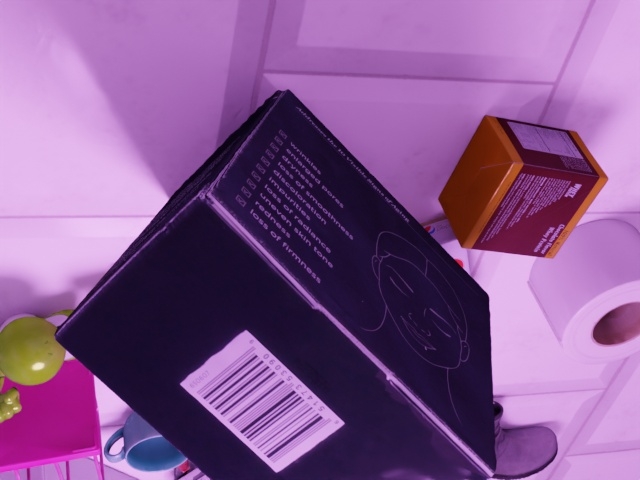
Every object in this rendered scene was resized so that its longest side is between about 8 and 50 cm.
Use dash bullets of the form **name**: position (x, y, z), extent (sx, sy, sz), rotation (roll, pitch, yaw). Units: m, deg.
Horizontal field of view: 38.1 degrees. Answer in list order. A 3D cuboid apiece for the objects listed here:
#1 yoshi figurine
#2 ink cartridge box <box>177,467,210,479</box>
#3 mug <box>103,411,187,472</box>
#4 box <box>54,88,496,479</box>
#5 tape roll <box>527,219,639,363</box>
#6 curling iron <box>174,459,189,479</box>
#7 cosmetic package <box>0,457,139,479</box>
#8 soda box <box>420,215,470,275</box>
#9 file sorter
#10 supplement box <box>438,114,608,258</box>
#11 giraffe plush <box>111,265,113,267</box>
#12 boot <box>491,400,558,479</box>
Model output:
- **yoshi figurine**: position (-0.563, 0.203, 1.524), extent (0.362, 0.203, 0.203), rotation (-20, 130, -3)
- **ink cartridge box**: position (-0.231, 0.529, 2.025), extent (0.150, 0.063, 0.109), rotation (-33, 149, 5)
- **mug**: position (-0.339, 0.383, 1.843), extent (0.158, 0.097, 0.129), rotation (15, 128, -29)
- **box**: position (-0.020, 0.101, 1.277), extent (0.297, 0.472, 0.480), rotation (-40, 101, 24)
- **tape roll**: position (0.553, 0.103, 1.813), extent (0.246, 0.169, 0.246), rotation (-10, 136, -10)
- **curling iron**: position (-0.285, 0.478, 2.000), extent (0.068, 0.035, 0.274), rotation (3, 132, -21)
- **cosmetic package**: position (-0.531, 0.677, 1.907), extent (0.329, 0.327, 0.394), rotation (-34, 135, 16)
- **soda box**: position (0.235, 0.052, 1.726), extent (0.074, 0.069, 0.216), rotation (-18, 137, -1)
- **file sorter**: position (-0.545, 0.363, 1.682), extent (0.291, 0.202, 0.182), rotation (-8, 139, -11)
- **supplement box**: position (0.341, -0.087, 1.579), extent (0.194, 0.129, 0.191), rotation (6, 131, -24)
- **giraffe plush**: position (-0.311, 0.167, 1.592), extent (0.181, 0.210, 0.170), rotation (-10, 152, -8)
- **boot**: position (0.412, 0.459, 2.167), extent (0.338, 0.118, 0.222), rotation (-13, 131, -12)
